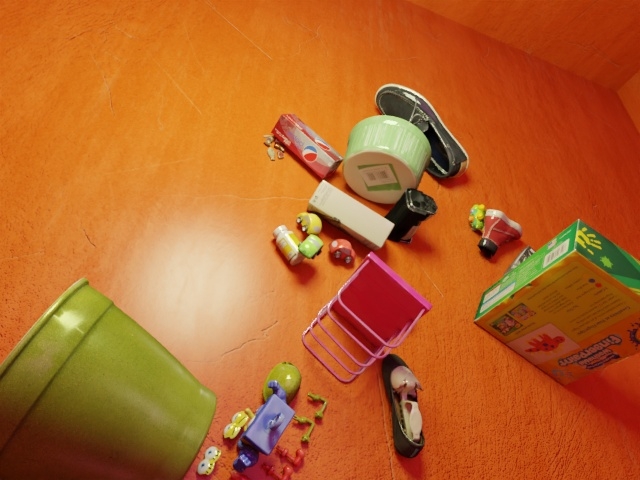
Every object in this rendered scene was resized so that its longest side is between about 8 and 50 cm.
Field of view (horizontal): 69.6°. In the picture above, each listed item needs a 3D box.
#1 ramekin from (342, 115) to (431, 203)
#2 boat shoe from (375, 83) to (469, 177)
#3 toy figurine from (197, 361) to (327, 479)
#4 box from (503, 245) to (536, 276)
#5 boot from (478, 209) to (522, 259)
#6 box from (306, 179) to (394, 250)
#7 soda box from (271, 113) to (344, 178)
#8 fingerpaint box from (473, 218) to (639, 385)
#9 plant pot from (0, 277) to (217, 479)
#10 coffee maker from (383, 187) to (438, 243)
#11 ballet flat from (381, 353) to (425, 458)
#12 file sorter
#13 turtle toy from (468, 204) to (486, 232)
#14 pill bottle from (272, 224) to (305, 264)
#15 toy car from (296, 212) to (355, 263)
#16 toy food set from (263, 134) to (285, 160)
[{"bbox_3d":[0.221,-0.267,1.604,0.303,0.303,0.148,26,57,-6],"label":"ramekin"},{"bbox_3d":[0.401,-0.449,1.891,0.500,0.187,0.156,50,45,8],"label":"boat shoe"},{"bbox_3d":[-0.089,0.411,1.013,0.191,0.217,0.362,38,50,5],"label":"toy figurine"},{"bbox_3d":[0.822,0.152,1.730,0.231,0.056,0.183,46,50,12],"label":"box"},{"bbox_3d":[0.688,0.002,1.772,0.244,0.088,0.177,21,83,-41],"label":"boot"},{"bbox_3d":[0.095,-0.078,1.506,0.275,0.113,0.094,32,81,0],"label":"box"},{"bbox_3d":[-0.047,-0.341,1.652,0.263,0.083,0.092,43,30,10],"label":"soda box"},{"bbox_3d":[0.770,0.207,1.411,0.371,0.445,0.163,35,48,3],"label":"fingerpaint box"},{"bbox_3d":[-0.405,0.319,0.878,0.352,0.366,0.367,34,48,-14],"label":"plant pot"},{"bbox_3d":[0.283,-0.081,1.567,0.171,0.178,0.120,-7,59,-29],"label":"coffee maker"},{"bbox_3d":[0.233,0.426,1.231,0.095,0.096,0.281,7,54,-19],"label":"ballet flat"},{"bbox_3d":[0.102,0.217,1.198,0.202,0.291,0.182,42,53,8],"label":"file sorter"},{"bbox_3d":[0.615,-0.091,1.799,0.095,0.066,0.130,61,39,-32],"label":"turtle toy"},{"bbox_3d":[-0.095,0.012,1.398,0.065,0.065,0.116,-25,70,-36],"label":"pill bottle"},{"bbox_3d":[0.000,0.000,1.404,0.239,0.053,0.225,40,24,7],"label":"toy car"},{"bbox_3d":[-0.160,-0.338,1.652,0.077,0.019,0.122,-7,60,-29],"label":"toy food set"}]
